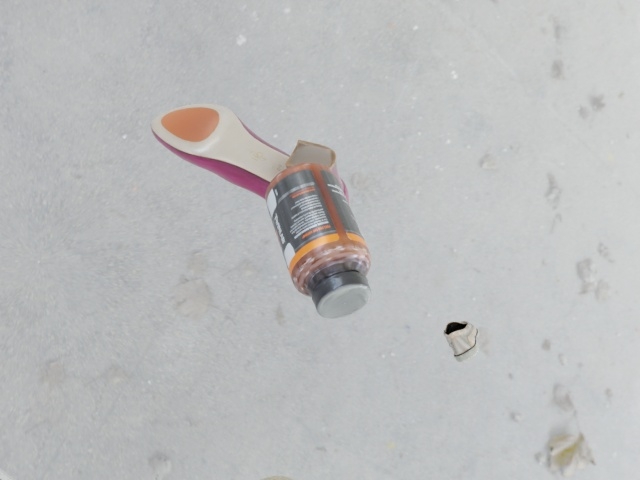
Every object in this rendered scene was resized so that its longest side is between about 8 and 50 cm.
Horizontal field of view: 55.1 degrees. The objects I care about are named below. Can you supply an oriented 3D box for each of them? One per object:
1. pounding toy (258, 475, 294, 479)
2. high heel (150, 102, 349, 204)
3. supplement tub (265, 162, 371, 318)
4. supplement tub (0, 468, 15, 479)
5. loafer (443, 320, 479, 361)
[{"bbox_3d":[-0.107,0.512,1.040,0.110,0.237,0.183,61,30,-19],"label":"pounding toy"},{"bbox_3d":[-0.129,-0.119,1.084,0.127,0.377,0.181,-55,154,-26],"label":"high heel"},{"bbox_3d":[0.000,0.000,0.787,0.106,0.106,0.198,-1,49,-25],"label":"supplement tub"},{"bbox_3d":[-0.180,0.188,0.139,0.228,0.316,0.228,1,88,-18],"label":"supplement tub"},{"bbox_3d":[0.183,0.122,0.808,0.045,0.125,0.039,-33,91,10],"label":"loafer"}]
